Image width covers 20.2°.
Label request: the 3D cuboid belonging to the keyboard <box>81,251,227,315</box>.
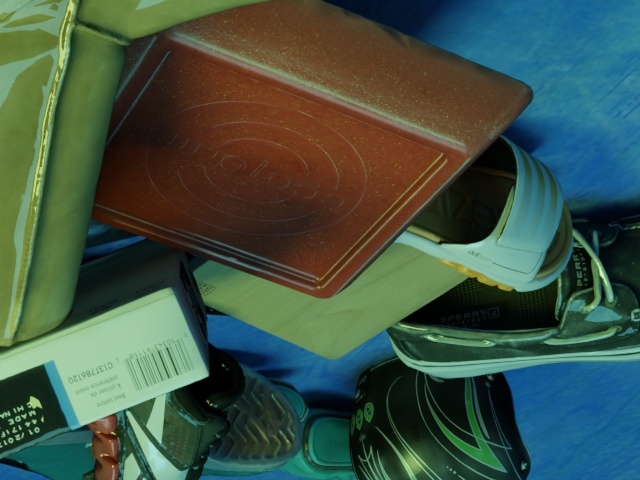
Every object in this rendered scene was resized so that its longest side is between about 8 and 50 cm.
[{"bbox_3d":[-0.110,0.045,1.416,0.192,0.038,0.100,5,150,-34],"label":"keyboard"}]

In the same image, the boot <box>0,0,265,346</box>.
[{"bbox_3d":[-0.123,-0.070,0.966,0.236,0.089,0.269,3,123,-26],"label":"boot"}]

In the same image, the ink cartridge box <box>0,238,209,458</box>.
[{"bbox_3d":[-0.159,0.063,1.181,0.165,0.065,0.332,-22,-172,0],"label":"ink cartridge box"}]

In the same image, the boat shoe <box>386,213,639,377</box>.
[{"bbox_3d":[0.207,0.043,1.457,0.335,0.121,0.119,-17,159,14],"label":"boat shoe"}]

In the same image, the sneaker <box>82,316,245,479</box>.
[{"bbox_3d":[-0.121,0.150,1.405,0.135,0.097,0.276,-5,127,2],"label":"sneaker"}]

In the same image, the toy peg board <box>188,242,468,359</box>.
[{"bbox_3d":[0.000,0.000,1.349,0.161,0.079,0.161,26,137,-31],"label":"toy peg board"}]

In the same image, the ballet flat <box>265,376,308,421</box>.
[{"bbox_3d":[-0.097,0.156,1.658,0.168,0.057,0.052,-6,-178,-6],"label":"ballet flat"}]

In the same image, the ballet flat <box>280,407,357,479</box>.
[{"bbox_3d":[0.039,0.207,1.802,0.087,0.083,0.247,-2,168,43],"label":"ballet flat"}]

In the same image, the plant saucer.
[{"bbox_3d":[-0.040,-0.055,1.125,0.258,0.047,0.259,20,145,-18],"label":"plant saucer"}]

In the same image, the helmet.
[{"bbox_3d":[0.112,0.198,1.695,0.169,0.161,0.169,-10,155,-5],"label":"helmet"}]

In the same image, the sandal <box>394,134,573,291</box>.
[{"bbox_3d":[0.106,-0.032,1.275,0.265,0.102,0.076,13,148,-40],"label":"sandal"}]

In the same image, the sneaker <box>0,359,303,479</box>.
[{"bbox_3d":[-0.167,0.159,1.561,0.302,0.108,0.121,12,148,-27],"label":"sneaker"}]
